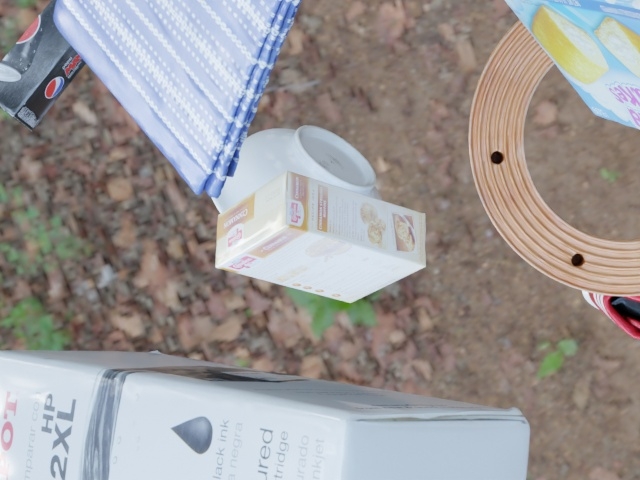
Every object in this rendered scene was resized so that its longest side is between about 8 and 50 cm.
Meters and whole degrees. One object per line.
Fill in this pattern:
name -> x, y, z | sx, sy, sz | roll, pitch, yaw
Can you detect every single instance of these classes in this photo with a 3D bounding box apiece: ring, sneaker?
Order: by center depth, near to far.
ring -> 0.322, -0.109, 1.462 | 0.032, 0.336, 0.337 | -120, 11, -86
sneaker -> 0.429, 0.111, 1.693 | 0.221, 0.128, 0.087 | 21, 107, -8

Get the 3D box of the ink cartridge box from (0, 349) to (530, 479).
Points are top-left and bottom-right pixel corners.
ink cartridge box -> -0.056, 0.180, 0.718 | 0.307, 0.129, 0.223 | 3, 87, 48

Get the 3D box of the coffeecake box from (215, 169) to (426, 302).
coffeecake box -> 0.000, 0.000, 1.511 | 0.142, 0.185, 0.068 | -29, 53, 49

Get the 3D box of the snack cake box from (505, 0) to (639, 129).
snack cake box -> 0.242, -0.143, 0.936 | 0.152, 0.089, 0.264 | 47, 176, -24

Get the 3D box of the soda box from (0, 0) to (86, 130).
soda box -> -0.296, -0.209, 1.522 | 0.060, 0.169, 0.053 | 37, 175, 16

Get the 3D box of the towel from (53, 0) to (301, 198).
towel -> -0.115, -0.211, 1.106 | 0.243, 0.040, 0.336 | 48, 144, 15

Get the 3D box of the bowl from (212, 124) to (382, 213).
bowl -> -0.011, -0.077, 2.055 | 0.298, 0.298, 0.134 | 47, 117, 22
